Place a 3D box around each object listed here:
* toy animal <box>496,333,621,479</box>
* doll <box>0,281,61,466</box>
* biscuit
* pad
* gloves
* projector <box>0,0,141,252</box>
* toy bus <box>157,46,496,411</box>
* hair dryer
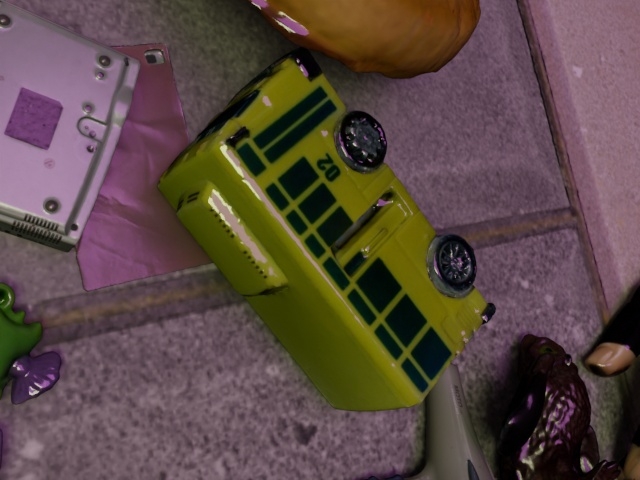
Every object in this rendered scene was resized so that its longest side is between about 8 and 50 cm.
[{"bbox_3d":[0.203,0.177,0.695,0.218,0.116,0.179,48,23,-38],"label":"toy animal"},{"bbox_3d":[-0.246,0.111,0.464,0.115,0.050,0.190,36,66,-23],"label":"doll"},{"bbox_3d":[0.014,-0.262,0.603,0.296,0.102,0.296,25,42,-25],"label":"biscuit"},{"bbox_3d":[-0.153,-0.062,0.582,0.113,0.006,0.187,-13,88,-33],"label":"pad"},{"bbox_3d":[0.397,0.133,0.793,0.197,0.152,0.301,33,77,9],"label":"gloves"},{"bbox_3d":[-0.202,-0.079,0.517,0.115,0.061,0.147,21,74,-24],"label":"projector"},{"bbox_3d":[0.000,0.000,0.582,0.150,0.128,0.262,-45,104,-32],"label":"toy bus"},{"bbox_3d":[0.062,0.181,0.641,0.199,0.067,0.167,14,62,-12],"label":"hair dryer"}]
